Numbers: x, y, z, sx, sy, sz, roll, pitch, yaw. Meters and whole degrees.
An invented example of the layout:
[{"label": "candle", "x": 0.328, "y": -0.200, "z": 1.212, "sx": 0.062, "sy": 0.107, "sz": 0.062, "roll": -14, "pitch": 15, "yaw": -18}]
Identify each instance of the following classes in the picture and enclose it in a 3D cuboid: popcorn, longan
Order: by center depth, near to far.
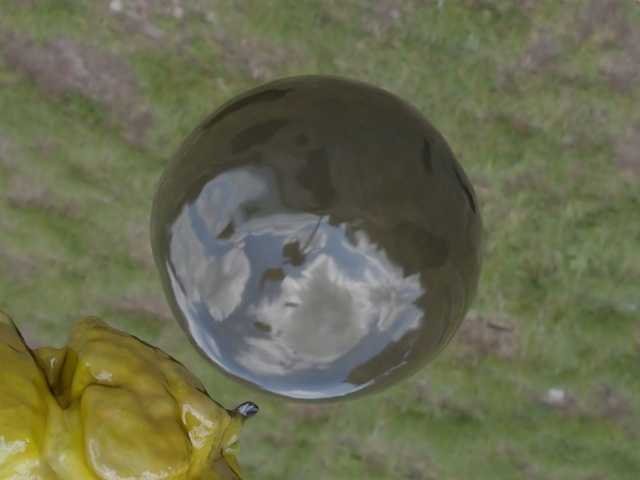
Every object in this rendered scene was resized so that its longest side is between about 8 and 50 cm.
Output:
[{"label": "popcorn", "x": -0.099, "y": 0.100, "z": 0.599, "sx": 0.148, "sy": 0.152, "sz": 0.167, "roll": 42, "pitch": 163, "yaw": 36}, {"label": "longan", "x": 0.000, "y": 0.000, "z": 1.314, "sx": 0.318, "sy": 0.319, "sz": 0.319, "roll": 14, "pitch": 151, "yaw": 8}]

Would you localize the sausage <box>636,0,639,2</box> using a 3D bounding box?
[{"label": "sausage", "x": 0.341, "y": -0.239, "z": 1.300, "sx": 0.129, "sy": 0.034, "sz": 0.034, "roll": -4, "pitch": 145, "yaw": 42}]
